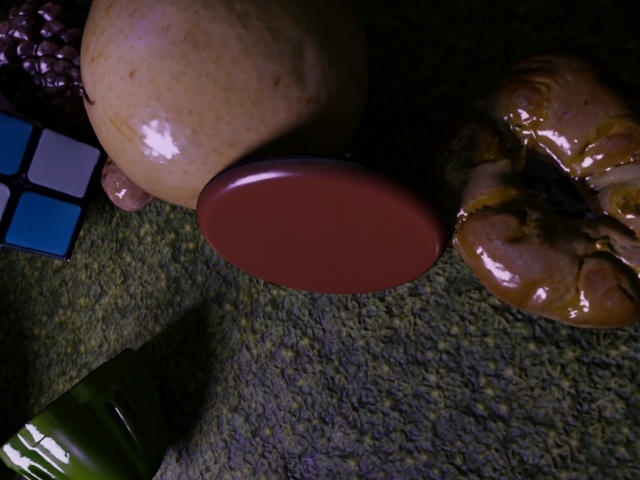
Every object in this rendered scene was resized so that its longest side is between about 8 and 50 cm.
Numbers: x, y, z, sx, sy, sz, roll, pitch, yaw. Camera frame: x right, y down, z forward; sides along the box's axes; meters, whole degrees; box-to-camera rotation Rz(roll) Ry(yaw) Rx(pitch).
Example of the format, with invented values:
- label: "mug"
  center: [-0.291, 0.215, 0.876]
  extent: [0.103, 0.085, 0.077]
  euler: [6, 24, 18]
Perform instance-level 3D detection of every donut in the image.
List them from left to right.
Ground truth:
- label: "donut"
  center: [0.225, -0.043, 0.454]
  extent: [0.209, 0.128, 0.261]
  euler: [-32, 72, 13]

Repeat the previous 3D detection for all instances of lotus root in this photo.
- label: "lotus root"
  center: [-0.258, 0.254, 0.574]
  extent: [0.186, 0.186, 0.186]
  euler: [-3, 80, 19]

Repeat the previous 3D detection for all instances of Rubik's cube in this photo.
- label: "Rubik's cube"
  center: [-0.431, -0.083, 0.642]
  extent: [0.180, 0.184, 0.167]
  euler: [15, 87, 46]

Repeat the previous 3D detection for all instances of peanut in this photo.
- label: "peanut"
  center: [-0.243, -0.151, 0.653]
  extent: [0.095, 0.108, 0.225]
  euler: [15, 89, 30]

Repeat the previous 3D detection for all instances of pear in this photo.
- label: "pear"
  center: [-0.098, -0.181, 0.508]
  extent: [0.310, 0.309, 0.308]
  euler: [-3, 80, 19]

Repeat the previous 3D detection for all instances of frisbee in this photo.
- label: "frisbee"
  center: [0.000, 0.000, 0.469]
  extent: [0.251, 0.250, 0.021]
  euler: [-4, 59, 19]

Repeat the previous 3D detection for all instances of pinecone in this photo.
- label: "pinecone"
  center: [-0.366, -0.256, 0.682]
  extent: [0.179, 0.184, 0.204]
  euler: [-52, 38, 19]

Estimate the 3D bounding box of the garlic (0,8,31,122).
- label: "garlic"
  center: [-0.609, -0.308, 0.797]
  extent: [0.340, 0.232, 0.245]
  euler: [46, 143, 36]
